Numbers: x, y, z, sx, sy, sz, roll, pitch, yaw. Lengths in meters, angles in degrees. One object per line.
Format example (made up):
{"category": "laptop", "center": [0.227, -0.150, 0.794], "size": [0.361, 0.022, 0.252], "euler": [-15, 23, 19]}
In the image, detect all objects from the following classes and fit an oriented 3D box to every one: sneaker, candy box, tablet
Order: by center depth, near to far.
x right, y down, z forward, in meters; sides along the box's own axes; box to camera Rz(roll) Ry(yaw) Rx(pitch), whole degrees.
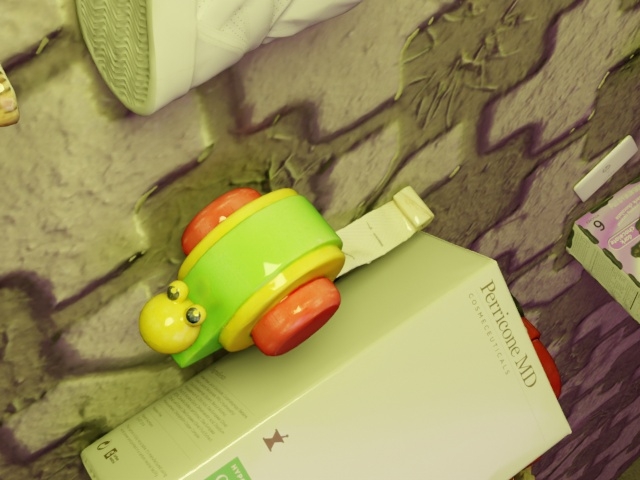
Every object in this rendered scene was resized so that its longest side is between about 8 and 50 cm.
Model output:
{"category": "sneaker", "center": [-0.023, -0.192, 0.525], "size": [0.169, 0.108, 0.292], "euler": [-29, 162, -26]}
{"category": "tablet", "center": [0.314, -0.078, 1.255], "size": [0.083, 0.006, 0.054], "euler": [-45, 153, 8]}
{"category": "candy box", "center": [0.415, 0.019, 1.326], "size": [0.164, 0.196, 0.070], "euler": [-33, 153, -17]}

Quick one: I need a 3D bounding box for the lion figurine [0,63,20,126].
{"category": "lion figurine", "center": [-0.235, -0.082, 0.366], "size": [0.240, 0.142, 0.392], "euler": [-22, 154, -19]}

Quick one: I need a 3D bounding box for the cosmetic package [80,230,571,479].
{"category": "cosmetic package", "center": [0.008, 0.172, 0.983], "size": [0.365, 0.155, 0.197], "euler": [-34, 112, -14]}

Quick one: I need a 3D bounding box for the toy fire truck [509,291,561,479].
{"category": "toy fire truck", "center": [0.205, 0.215, 1.289], "size": [0.158, 0.246, 0.217], "euler": [-31, 152, -21]}

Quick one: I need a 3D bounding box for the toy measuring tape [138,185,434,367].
{"category": "toy measuring tape", "center": [0.000, 0.000, 0.844], "size": [0.330, 0.121, 0.121], "euler": [-26, 152, -44]}
